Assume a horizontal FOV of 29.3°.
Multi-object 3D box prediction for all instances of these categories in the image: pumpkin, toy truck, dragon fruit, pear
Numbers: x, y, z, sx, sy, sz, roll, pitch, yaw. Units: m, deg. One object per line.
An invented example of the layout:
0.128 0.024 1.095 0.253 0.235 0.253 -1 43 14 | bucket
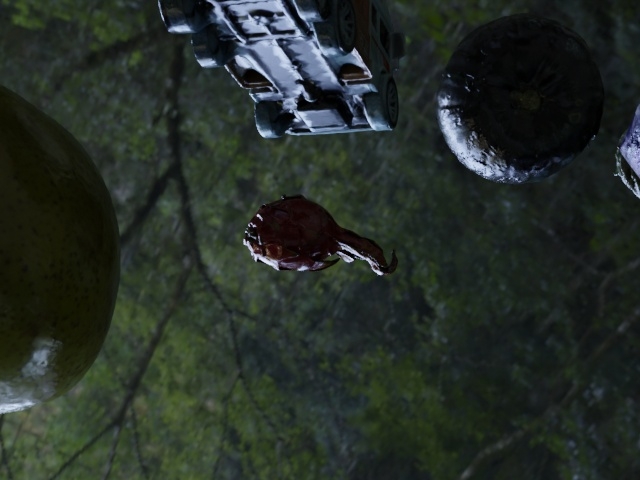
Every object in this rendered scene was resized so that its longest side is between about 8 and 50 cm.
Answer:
0.270 -0.192 1.671 0.233 0.233 0.163 26 -173 -2 | pumpkin
-0.023 -0.210 1.062 0.136 0.305 0.162 -2 -111 19 | toy truck
0.000 0.000 1.468 0.190 0.094 0.094 12 -141 -14 | dragon fruit
-0.302 0.013 1.045 0.294 0.294 0.294 18 -143 -14 | pear

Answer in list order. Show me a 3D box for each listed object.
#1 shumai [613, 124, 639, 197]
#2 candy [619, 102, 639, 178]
0.543 -0.110 1.838 0.142 0.184 0.184 41 -157 -41 | shumai
0.414 -0.039 1.298 0.061 0.088 0.312 0 -139 -18 | candy
